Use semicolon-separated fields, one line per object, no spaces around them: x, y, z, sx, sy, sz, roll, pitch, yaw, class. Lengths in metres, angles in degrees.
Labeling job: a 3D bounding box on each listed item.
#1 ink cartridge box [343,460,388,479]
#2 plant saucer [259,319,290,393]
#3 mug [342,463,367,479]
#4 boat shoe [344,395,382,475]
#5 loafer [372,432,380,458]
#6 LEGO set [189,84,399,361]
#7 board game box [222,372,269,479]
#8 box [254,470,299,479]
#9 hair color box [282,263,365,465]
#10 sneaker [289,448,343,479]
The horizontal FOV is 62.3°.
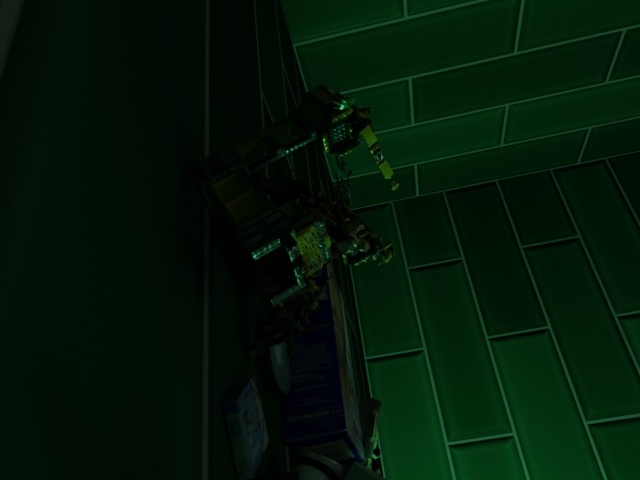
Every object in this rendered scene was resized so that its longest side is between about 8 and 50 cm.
0.049;0.467;0.733;0.261;0.066;0.296;-58;146;-19;ink cartridge box
-0.071;0.173;0.800;0.119;0.021;0.119;-12;90;-84;plant saucer
0.042;0.478;0.925;0.157;0.098;0.129;-91;168;-56;mug
0.088;0.497;1.167;0.109;0.091;0.304;-4;95;-83;boat shoe
0.109;0.527;1.466;0.101;0.092;0.268;-94;171;-49;loafer
0.000;0.000;0.654;0.192;0.255;0.331;50;-26;37;LEGO set
-0.085;0.210;0.611;0.090;0.020;0.090;-41;121;-83;board game box
-0.052;0.301;0.593;0.083;0.052;0.062;60;21;-75;box
-0.003;0.214;0.962;0.185;0.110;0.338;69;10;-52;hair color box
-0.012;0.393;0.736;0.094;0.090;0.235;-60;146;-47;sneaker
